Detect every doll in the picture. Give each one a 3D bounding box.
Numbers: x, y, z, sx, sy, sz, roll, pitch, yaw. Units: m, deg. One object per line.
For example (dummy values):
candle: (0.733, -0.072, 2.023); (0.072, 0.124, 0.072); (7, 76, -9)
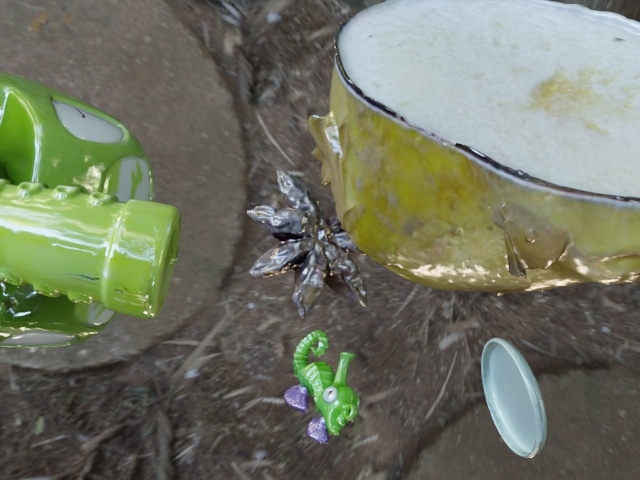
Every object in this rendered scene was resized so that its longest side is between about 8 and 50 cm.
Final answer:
doll: (0.003, 0.183, 1.425); (0.050, 0.190, 0.115); (31, 98, -31)

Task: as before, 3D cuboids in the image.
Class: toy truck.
toy truck: (-0.173, -0.013, 0.556); (0.187, 0.210, 0.148); (14, 93, -16)

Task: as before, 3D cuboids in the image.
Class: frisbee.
frisbee: (0.173, 0.140, 0.981); (0.014, 0.110, 0.110); (-14, 86, -14)

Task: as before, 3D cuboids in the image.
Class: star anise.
star anise: (-0.008, 0.013, 1.544); (0.212, 0.073, 0.197); (19, 74, -16)

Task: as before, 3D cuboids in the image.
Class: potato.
potato: (0.151, -0.049, 0.832); (0.300, 0.196, 0.246); (27, 49, 26)
